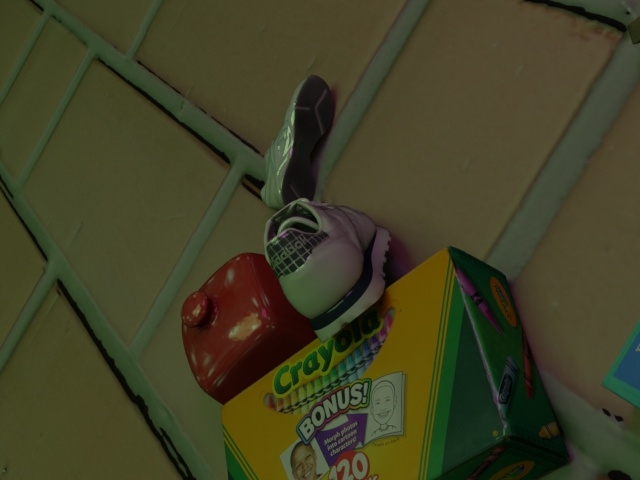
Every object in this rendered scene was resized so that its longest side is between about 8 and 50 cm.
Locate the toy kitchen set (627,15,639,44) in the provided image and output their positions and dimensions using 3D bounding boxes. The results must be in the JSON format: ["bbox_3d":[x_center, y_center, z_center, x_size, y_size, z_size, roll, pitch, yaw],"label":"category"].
[{"bbox_3d":[0.279,-0.136,0.705,0.068,0.075,0.083,-17,89,1],"label":"toy kitchen set"}]

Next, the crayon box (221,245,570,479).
[{"bbox_3d":[0.043,0.151,0.769,0.278,0.081,0.165,-39,45,29],"label":"crayon box"}]

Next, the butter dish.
[{"bbox_3d":[-0.080,0.081,0.921,0.160,0.118,0.160,-48,41,21],"label":"butter dish"}]

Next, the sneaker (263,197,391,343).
[{"bbox_3d":[0.000,0.000,0.832,0.090,0.095,0.235,-44,11,8],"label":"sneaker"}]

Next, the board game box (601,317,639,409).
[{"bbox_3d":[0.289,0.070,0.558,0.210,0.047,0.160,33,96,52],"label":"board game box"}]

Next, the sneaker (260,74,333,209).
[{"bbox_3d":[-0.031,-0.104,1.021,0.061,0.053,0.152,0,70,52],"label":"sneaker"}]
